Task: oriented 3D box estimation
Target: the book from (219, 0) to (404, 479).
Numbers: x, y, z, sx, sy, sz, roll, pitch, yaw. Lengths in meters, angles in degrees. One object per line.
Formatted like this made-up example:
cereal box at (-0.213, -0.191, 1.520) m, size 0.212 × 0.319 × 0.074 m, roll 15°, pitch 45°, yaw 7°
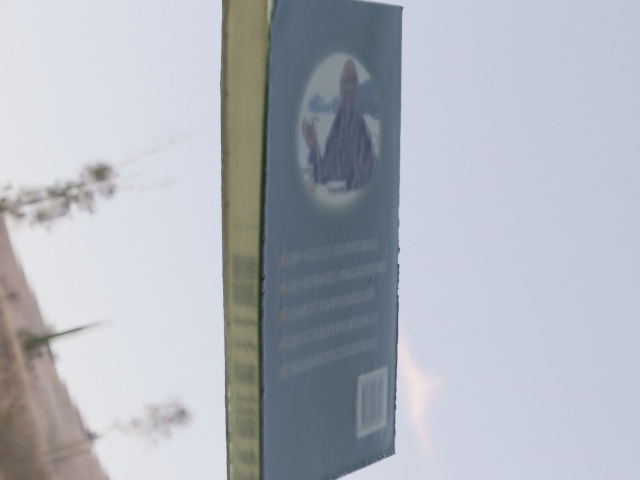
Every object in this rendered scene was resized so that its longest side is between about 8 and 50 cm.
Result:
book at (0.000, 0.000, 1.216) m, size 0.260 × 0.043 × 0.371 m, roll -8°, pitch 99°, yaw -65°
